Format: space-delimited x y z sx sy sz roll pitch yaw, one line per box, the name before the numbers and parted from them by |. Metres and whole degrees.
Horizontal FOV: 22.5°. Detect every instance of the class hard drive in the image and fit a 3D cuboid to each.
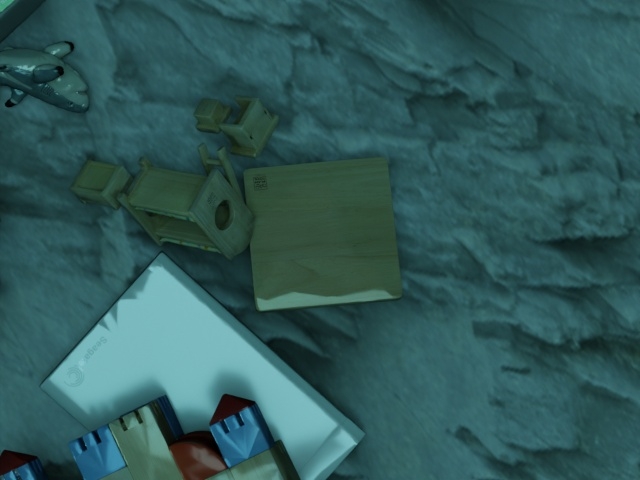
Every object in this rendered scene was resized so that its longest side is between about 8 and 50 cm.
hard drive | -0.131 0.189 1.799 0.307 0.040 0.203 42 89 -6

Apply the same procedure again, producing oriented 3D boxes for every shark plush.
shark plush | -0.336 -0.171 1.762 0.161 0.073 0.067 -4 123 -9

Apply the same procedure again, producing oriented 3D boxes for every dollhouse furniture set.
dollhouse furniture set | -0.148 -0.079 1.775 0.182 0.101 0.161 12 62 36

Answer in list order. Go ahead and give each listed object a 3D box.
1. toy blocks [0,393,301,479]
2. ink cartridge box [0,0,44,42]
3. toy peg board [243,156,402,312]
toy blocks | -0.169 0.288 1.710 0.381 0.191 0.261 -26 87 6
ink cartridge box | -0.396 -0.313 1.697 0.093 0.154 0.212 -44 95 -3
toy peg board | 0.000 0.000 1.793 0.161 0.079 0.160 -5 77 -4
